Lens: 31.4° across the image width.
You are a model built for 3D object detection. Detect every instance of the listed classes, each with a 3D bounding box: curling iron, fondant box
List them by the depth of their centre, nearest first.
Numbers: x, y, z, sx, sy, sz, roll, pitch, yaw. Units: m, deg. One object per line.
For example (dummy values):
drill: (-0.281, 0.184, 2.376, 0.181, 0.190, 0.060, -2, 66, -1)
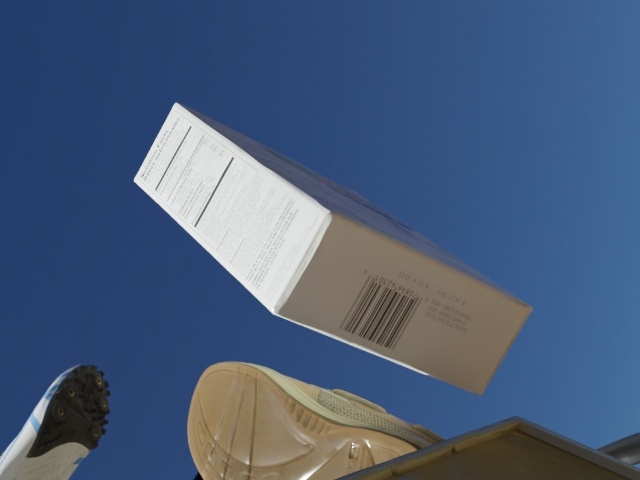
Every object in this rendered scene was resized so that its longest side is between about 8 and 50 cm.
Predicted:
fondant box: (0.000, 0.000, 1.038, 0.238, 0.330, 0.096, 25, -82, -34)
curling iron: (0.334, 0.196, 1.106, 0.035, 0.274, 0.068, 69, -158, -3)

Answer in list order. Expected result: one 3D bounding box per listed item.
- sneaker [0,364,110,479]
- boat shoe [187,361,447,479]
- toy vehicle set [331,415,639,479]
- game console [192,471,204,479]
sneaker: (-0.285, 0.222, 1.122, 0.085, 0.086, 0.237, 53, -133, -36)
boat shoe: (0.008, 0.189, 0.968, 0.110, 0.341, 0.121, 13, -88, -41)
toy vehicle set: (0.140, 0.146, 0.440, 0.166, 0.267, 0.035, -6, -70, -48)
game console: (-0.047, 0.465, 1.676, 0.213, 0.361, 0.044, -58, -6, 7)
